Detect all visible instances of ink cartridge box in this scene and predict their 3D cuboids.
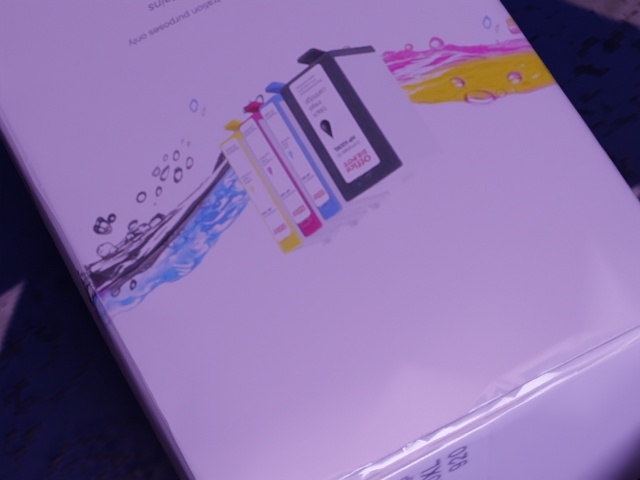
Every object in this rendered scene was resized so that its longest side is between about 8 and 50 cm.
[{"bbox_3d":[0.000,0.000,0.676,0.168,0.171,0.233,-27,65,-7],"label":"ink cartridge box"}]
